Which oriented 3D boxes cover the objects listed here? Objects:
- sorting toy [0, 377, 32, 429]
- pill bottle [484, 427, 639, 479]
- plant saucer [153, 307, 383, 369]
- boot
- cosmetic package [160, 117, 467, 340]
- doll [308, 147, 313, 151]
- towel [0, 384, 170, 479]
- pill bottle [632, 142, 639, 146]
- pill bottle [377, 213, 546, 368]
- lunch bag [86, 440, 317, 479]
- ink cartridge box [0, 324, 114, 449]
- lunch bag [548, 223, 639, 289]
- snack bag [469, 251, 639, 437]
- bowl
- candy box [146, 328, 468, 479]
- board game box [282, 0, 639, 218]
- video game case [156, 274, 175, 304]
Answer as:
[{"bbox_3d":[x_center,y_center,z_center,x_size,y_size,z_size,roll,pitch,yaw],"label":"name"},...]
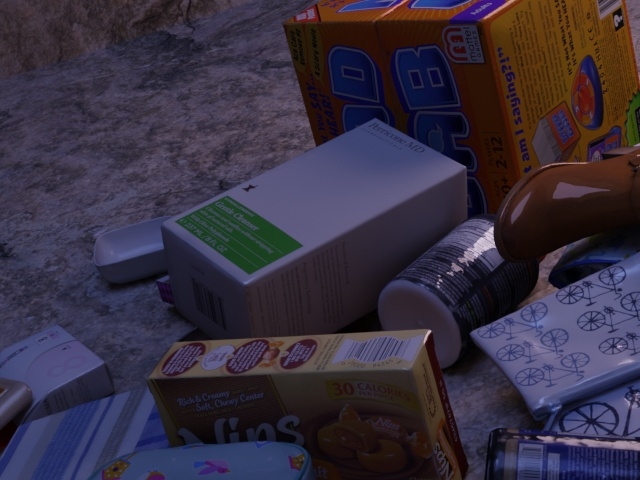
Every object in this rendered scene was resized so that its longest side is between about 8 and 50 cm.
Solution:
[{"bbox_3d":[-0.508,0.241,1.950,0.208,0.038,0.193,7,43,47],"label":"sorting toy"},{"bbox_3d":[0.266,0.245,1.384,0.219,0.122,0.123,3,27,10],"label":"pill bottle"},{"bbox_3d":[-0.065,0.161,1.888,0.311,0.050,0.310,-13,25,6],"label":"plant saucer"},{"bbox_3d":[0.371,-0.041,1.773,0.283,0.109,0.220,-19,16,-27],"label":"boot"},{"bbox_3d":[0.000,0.000,1.915,0.366,0.155,0.197,-30,41,-29],"label":"cosmetic package"},{"bbox_3d":[0.077,-0.157,2.499,0.189,0.046,0.129,-2,28,30],"label":"doll"},{"bbox_3d":[-0.277,0.256,1.769,0.285,0.034,0.209,-18,25,18],"label":"towel"},{"bbox_3d":[0.461,-0.055,1.961,0.108,0.108,0.180,-14,24,5],"label":"pill bottle"},{"bbox_3d":[0.193,0.050,1.869,0.130,0.130,0.246,7,32,42],"label":"pill bottle"},{"bbox_3d":[-0.145,0.317,1.520,0.279,0.107,0.224,-8,30,22],"label":"lunch bag"},{"bbox_3d":[-0.422,0.208,2.002,0.232,0.066,0.189,-22,24,-24],"label":"ink cartridge box"},{"bbox_3d":[0.378,0.028,1.845,0.151,0.096,0.129,9,33,26],"label":"lunch bag"},{"bbox_3d":[0.373,0.132,1.601,0.323,0.037,0.342,-23,36,-7],"label":"snack bag"},{"bbox_3d":[-0.286,0.019,2.330,0.142,0.053,0.142,-17,24,0],"label":"bowl"},{"bbox_3d":[-0.015,0.201,1.601,0.317,0.182,0.087,-4,26,25],"label":"candy box"},{"bbox_3d":[0.225,-0.224,2.167,0.356,0.356,0.356,7,32,41],"label":"board game box"},{"bbox_3d":[-0.102,0.047,2.103,0.210,0.041,0.232,-22,12,-22],"label":"video game case"}]
